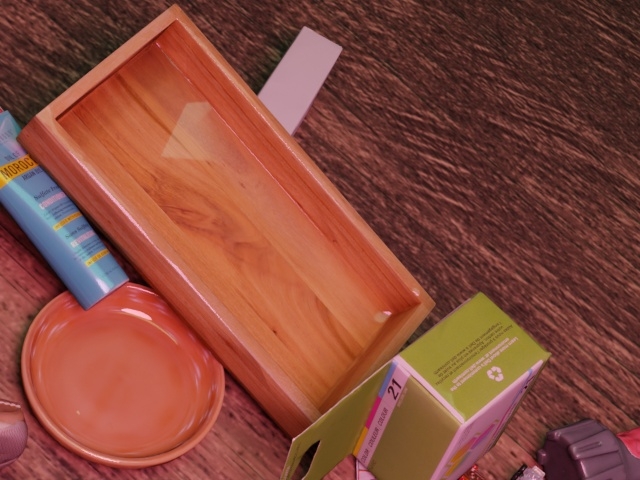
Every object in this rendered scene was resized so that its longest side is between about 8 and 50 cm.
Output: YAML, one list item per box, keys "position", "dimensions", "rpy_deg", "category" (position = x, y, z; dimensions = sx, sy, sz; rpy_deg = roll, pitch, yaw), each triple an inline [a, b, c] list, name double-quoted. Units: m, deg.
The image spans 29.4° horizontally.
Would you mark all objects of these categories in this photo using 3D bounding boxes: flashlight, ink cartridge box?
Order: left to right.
- position: [0.078, 0.190, 1.150]
  dimensions: [0.097, 0.189, 0.255]
  rpy_deg: [42, 55, 19]
  category: "ink cartridge box"
- position: [0.379, 0.215, 1.368]
  dimensions: [0.304, 0.103, 0.103]
  rpy_deg: [-8, 34, -30]
  category: "flashlight"

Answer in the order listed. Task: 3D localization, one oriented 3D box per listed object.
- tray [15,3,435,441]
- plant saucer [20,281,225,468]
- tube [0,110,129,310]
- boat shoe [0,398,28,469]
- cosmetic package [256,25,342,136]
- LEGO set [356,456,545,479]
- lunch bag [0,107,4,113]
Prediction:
- position: [-0.086, -0.014, 1.221]
  dimensions: [0.411, 0.076, 0.203]
  rpy_deg: [48, 57, -9]
  category: "tray"
- position: [-0.192, 0.132, 1.179]
  dimensions: [0.200, 0.037, 0.200]
  rpy_deg: [14, 52, -18]
  category: "plant saucer"
- position: [-0.266, -0.029, 1.169]
  dimensions: [0.207, 0.052, 0.080]
  rpy_deg: [53, 32, -2]
  category: "tube"
- position: [-0.407, 0.134, 1.015]
  dimensions: [0.324, 0.123, 0.116]
  rpy_deg: [8, 51, -24]
  category: "boat shoe"
- position: [-0.055, -0.140, 1.411]
  dimensions: [0.060, 0.099, 0.239]
  rpy_deg: [31, 47, -4]
  category: "cosmetic package"
- position: [0.153, 0.309, 1.228]
  dimensions: [0.244, 0.060, 0.182]
  rpy_deg: [5, 53, -9]
  category: "LEGO set"
- position: [-0.436, -0.065, 1.146]
  dimensions: [0.258, 0.120, 0.293]
  rpy_deg: [36, 47, 1]
  category: "lunch bag"
